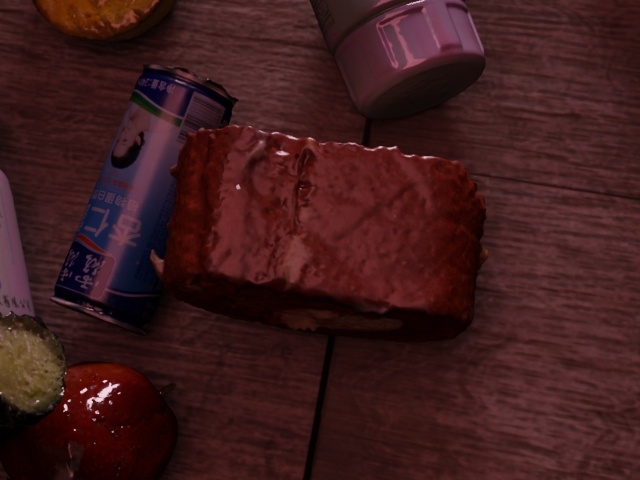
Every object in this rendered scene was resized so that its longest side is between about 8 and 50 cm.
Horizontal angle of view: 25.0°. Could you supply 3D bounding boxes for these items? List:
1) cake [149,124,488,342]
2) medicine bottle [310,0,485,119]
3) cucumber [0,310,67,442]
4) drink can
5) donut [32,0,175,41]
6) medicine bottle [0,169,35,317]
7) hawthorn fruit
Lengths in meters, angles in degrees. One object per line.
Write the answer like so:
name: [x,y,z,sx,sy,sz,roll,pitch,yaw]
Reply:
cake: [0.000,0.000,1.238,0.283,0.177,0.151,7,81,-2]
medicine bottle: [0.063,-0.207,1.293,0.135,0.135,0.168,-21,75,4]
cucumber: [-0.351,0.174,1.244,0.359,0.096,0.096,-34,73,37]
drink can: [-0.160,-0.038,1.316,0.097,0.097,0.235,19,84,12]
donut: [-0.199,-0.270,1.385,0.162,0.065,0.178,6,81,15]
medicine bottle: [-0.348,-0.001,1.310,0.152,0.152,0.254,-14,75,6]
hawthorn fruit: [-0.195,0.171,1.266,0.148,0.148,0.172,41,63,14]
